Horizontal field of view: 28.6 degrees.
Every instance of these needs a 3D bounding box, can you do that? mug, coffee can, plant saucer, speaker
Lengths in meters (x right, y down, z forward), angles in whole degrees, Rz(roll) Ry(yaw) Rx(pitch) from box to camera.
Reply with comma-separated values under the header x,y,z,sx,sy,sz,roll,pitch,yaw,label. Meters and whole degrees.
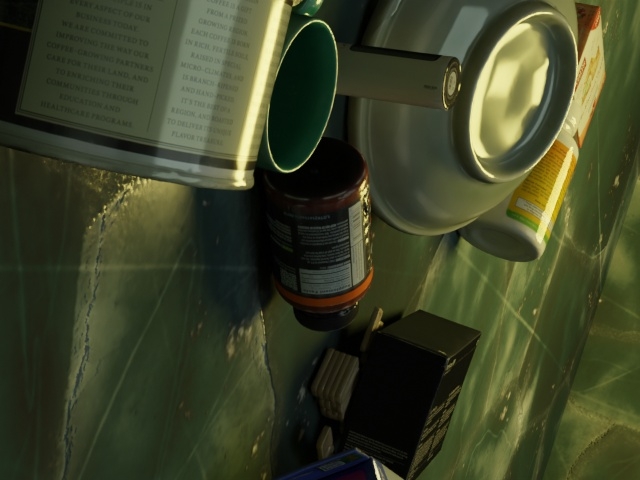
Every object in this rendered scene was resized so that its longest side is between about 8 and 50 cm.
x,y,z,sx,sy,sz,roll,pitch,yaw,label
-0.051,-0.140,1.049,0.157,0.097,0.129,-63,155,-27,mug
-0.106,-0.186,0.742,0.201,0.202,0.275,-2,107,-67,coffee can
0.201,-0.181,1.473,0.400,0.101,0.400,-25,127,-38,plant saucer
0.070,-0.167,1.274,0.055,0.136,0.055,11,90,-67,speaker

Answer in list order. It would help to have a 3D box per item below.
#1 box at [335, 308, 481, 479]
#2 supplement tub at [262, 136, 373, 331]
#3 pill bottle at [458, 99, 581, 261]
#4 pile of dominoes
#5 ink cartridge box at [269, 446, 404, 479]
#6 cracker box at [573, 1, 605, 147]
x,y,z,sx,sy,sz,roll,pitch,yaw,label
0.119,0.202,1.641,0.184,0.103,0.261,-69,166,8,box
0.000,0.000,1.263,0.106,0.106,0.197,-55,152,-40,supplement tub
0.310,-0.103,1.900,0.245,0.136,0.136,-66,157,-18,pill bottle
0.028,0.209,1.601,0.251,0.040,0.196,84,28,-60,pile of dominoes
0.006,0.313,1.399,0.311,0.186,0.065,52,19,-62,ink cartridge box
0.442,-0.287,2.191,0.155,0.067,0.232,-67,157,-18,cracker box
